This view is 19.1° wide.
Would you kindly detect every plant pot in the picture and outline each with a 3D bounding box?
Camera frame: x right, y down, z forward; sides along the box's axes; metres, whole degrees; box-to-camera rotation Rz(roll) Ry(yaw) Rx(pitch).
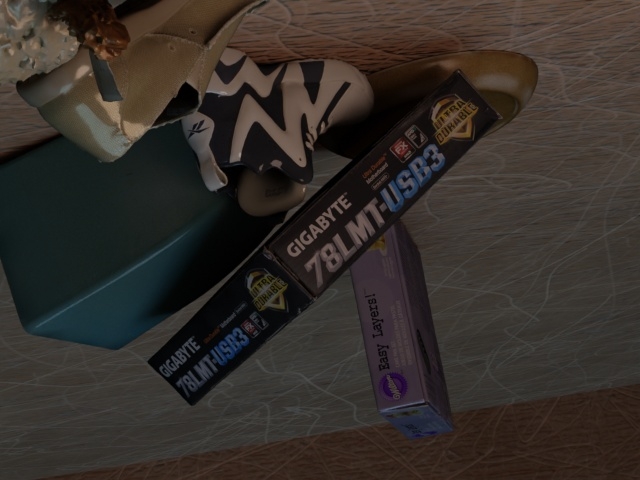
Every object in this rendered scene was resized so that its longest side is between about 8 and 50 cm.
[{"bbox_3d":[0.105,-0.126,1.885,0.236,0.032,0.236,-13,164,-4],"label":"plant pot"},{"bbox_3d":[-0.165,-0.026,1.793,0.234,0.165,0.166,-27,160,19],"label":"plant pot"}]

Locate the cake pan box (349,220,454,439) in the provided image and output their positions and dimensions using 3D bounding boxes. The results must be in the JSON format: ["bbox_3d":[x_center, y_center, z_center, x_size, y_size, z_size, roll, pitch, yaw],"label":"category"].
[{"bbox_3d":[0.097,0.104,2.301,0.070,0.246,0.267,-11,166,9],"label":"cake pan box"}]

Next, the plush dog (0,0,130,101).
[{"bbox_3d":[-0.248,-0.136,1.078,0.225,0.210,0.262,-23,146,-15],"label":"plush dog"}]

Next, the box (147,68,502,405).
[{"bbox_3d":[0.000,0.000,1.774,0.295,0.073,0.293,-45,-179,-33],"label":"box"}]

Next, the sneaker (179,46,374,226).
[{"bbox_3d":[-0.031,-0.083,1.698,0.094,0.153,0.235,-22,162,35],"label":"sneaker"}]

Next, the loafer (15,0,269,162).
[{"bbox_3d":[-0.119,-0.133,1.398,0.102,0.092,0.268,-17,-165,39],"label":"loafer"}]
